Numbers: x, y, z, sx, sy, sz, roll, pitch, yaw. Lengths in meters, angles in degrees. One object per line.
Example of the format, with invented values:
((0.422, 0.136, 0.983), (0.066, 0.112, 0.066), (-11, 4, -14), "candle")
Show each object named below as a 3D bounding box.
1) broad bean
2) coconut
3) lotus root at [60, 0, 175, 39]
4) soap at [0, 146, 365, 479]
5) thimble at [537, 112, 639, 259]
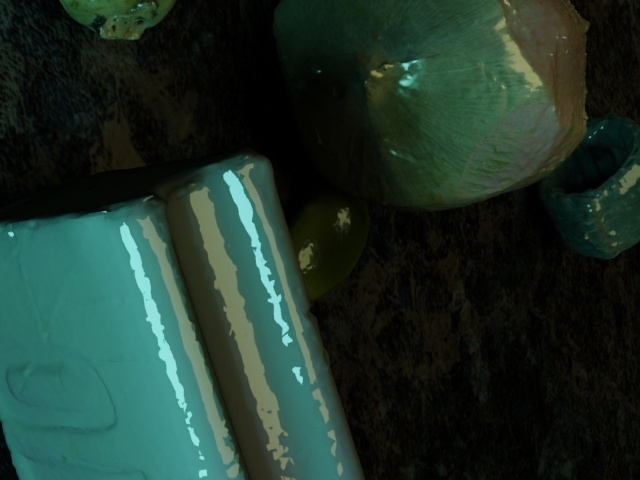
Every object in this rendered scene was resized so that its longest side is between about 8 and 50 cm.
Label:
((0.000, 0.000, 2.000), (0.174, 0.082, 0.124), (-58, 132, -23), "broad bean")
((0.127, -0.220, 1.919), (0.405, 0.405, 0.404), (3, 87, -53), "coconut")
((-0.219, -0.359, 1.660), (0.160, 0.146, 0.284), (-8, 92, -71), "lotus root")
((-0.168, 0.143, 1.567), (0.213, 0.350, 0.435), (-28, 109, -42), "soap")
((0.459, -0.085, 2.504), (0.143, 0.198, 0.235), (53, 43, -35), "thimble")
